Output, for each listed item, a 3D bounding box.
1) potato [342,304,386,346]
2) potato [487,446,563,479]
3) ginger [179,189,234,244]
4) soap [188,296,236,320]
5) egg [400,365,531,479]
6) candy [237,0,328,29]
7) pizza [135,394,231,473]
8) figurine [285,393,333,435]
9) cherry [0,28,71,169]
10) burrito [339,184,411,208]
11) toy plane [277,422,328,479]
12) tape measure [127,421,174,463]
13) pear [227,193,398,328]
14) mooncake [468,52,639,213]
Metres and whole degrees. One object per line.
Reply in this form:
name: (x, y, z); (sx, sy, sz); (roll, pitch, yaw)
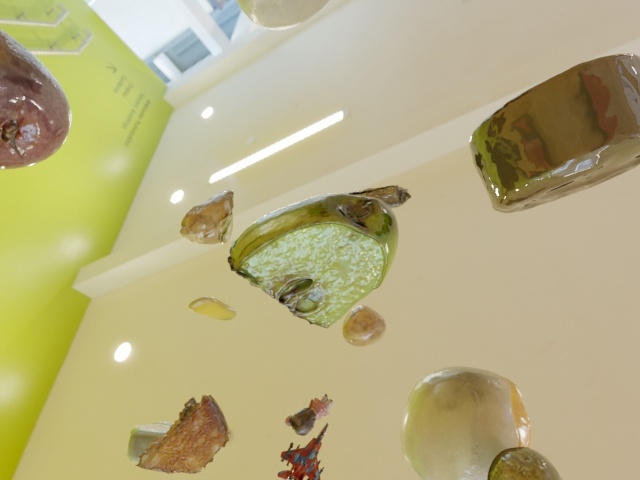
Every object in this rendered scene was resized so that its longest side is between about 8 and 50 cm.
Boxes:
potato: (0.111, 0.234, 1.219); (0.147, 0.112, 0.111); (-34, -151, 61)
potato: (0.414, 0.488, 0.888); (0.157, 0.194, 0.157); (-26, -127, 41)
ginger: (-0.269, -0.061, 1.094); (0.123, 0.115, 0.193); (-1, -153, -10)
soap: (-0.337, 0.214, 1.419); (0.089, 0.168, 0.033); (-21, -123, 15)
egg: (0.348, 0.416, 1.110); (0.338, 0.200, 0.337); (-7, -158, 3)
candy: (-0.019, -0.595, 0.866); (0.385, 0.186, 0.427); (-63, -179, 27)
pizza: (-0.327, 0.500, 1.129); (0.226, 0.147, 0.069); (-46, -172, -30)
figurine: (-0.028, 0.454, 1.194); (0.129, 0.054, 0.072); (-37, -123, -22)
cherry: (-0.590, -0.255, 0.789); (0.221, 0.261, 0.307); (-34, -103, 21)
burrito: (0.116, -0.096, 1.055); (0.189, 0.045, 0.057); (-6, -101, 18)
toy plane: (-0.031, 0.583, 1.240); (0.189, 0.130, 0.061); (-49, 171, -41)
tape measure: (-0.537, 0.703, 1.561); (0.244, 0.246, 0.125); (-5, -104, 21)
pear: (0.000, 0.000, 0.820); (0.255, 0.238, 0.163); (-42, -153, 23)
mooncake: (0.396, -0.153, 0.737); (0.285, 0.284, 0.155); (-25, -101, 22)
